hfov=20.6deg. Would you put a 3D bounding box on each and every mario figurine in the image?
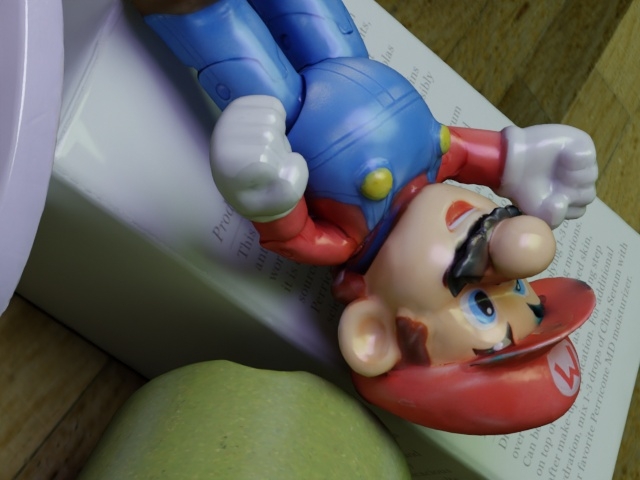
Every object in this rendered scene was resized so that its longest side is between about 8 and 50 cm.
[{"bbox_3d":[0.049,-0.044,0.922,0.320,0.198,0.170,57,-6,-6],"label":"mario figurine"}]

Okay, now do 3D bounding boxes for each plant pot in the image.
[{"bbox_3d":[-0.053,0.206,0.897,0.276,0.276,0.254,46,29,-21],"label":"plant pot"}]

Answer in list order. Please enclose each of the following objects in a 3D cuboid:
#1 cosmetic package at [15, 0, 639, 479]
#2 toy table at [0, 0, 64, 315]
[{"bbox_3d":[0.000,0.000,1.099,0.453,0.161,0.230,38,56,-30],"label":"cosmetic package"},{"bbox_3d":[-0.215,-0.082,0.695,0.161,0.252,0.274,24,50,-57],"label":"toy table"}]
